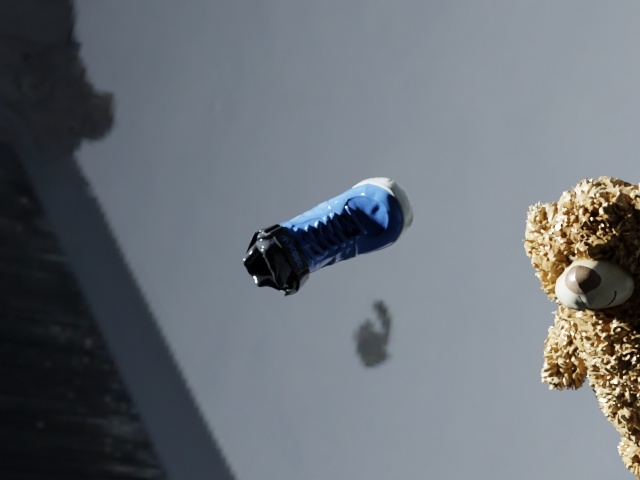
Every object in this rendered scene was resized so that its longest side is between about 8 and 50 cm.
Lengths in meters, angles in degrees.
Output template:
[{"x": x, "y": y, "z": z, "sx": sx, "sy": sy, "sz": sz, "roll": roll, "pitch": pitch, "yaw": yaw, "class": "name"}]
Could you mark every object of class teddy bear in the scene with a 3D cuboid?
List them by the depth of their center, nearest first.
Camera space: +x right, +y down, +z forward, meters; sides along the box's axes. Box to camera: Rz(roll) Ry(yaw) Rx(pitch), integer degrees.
[{"x": 0.299, "y": 0.107, "z": 1.589, "sx": 0.245, "sy": 0.113, "sz": 0.338, "roll": 25, "pitch": 142, "yaw": 42, "class": "teddy bear"}]

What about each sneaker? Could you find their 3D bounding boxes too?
[{"x": 0.000, "y": 0.001, "z": 1.311, "sx": 0.152, "sy": 0.084, "sz": 0.058, "roll": -17, "pitch": 103, "yaw": 50, "class": "sneaker"}]
